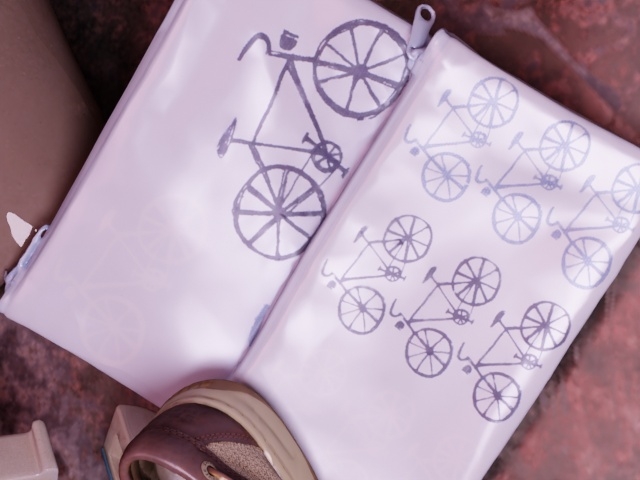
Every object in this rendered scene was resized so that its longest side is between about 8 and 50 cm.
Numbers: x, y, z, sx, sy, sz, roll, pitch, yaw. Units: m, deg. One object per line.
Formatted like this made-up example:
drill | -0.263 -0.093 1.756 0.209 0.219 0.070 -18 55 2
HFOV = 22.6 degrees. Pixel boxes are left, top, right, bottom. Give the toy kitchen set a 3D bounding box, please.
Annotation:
toy kitchen set | -0.166 0.237 1.100 0.122 0.166 0.207 114 142 -48

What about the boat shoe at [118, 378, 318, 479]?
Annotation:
boat shoe | -0.008 0.248 0.988 0.123 0.123 0.342 -32 92 23

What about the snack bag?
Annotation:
snack bag | 0.000 0.000 1.021 0.342 0.037 0.323 32 105 3

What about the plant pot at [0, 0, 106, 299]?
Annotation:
plant pot | -0.258 -0.078 1.160 0.263 0.263 0.229 -40 87 22
